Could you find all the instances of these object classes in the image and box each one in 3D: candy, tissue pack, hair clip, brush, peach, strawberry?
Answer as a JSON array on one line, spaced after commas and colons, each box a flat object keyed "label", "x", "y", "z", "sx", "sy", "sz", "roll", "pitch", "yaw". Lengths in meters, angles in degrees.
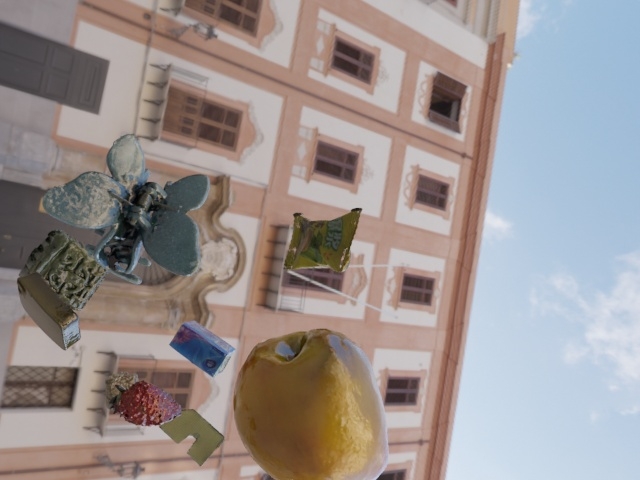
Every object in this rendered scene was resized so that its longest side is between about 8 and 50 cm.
[{"label": "candy", "x": 0.000, "y": 0.000, "z": 1.422, "sx": 0.297, "sy": 0.081, "sz": 0.187, "roll": 1, "pitch": -103, "yaw": 52}, {"label": "tissue pack", "x": -0.556, "y": 0.512, "z": 2.354, "sx": 0.146, "sy": 0.263, "sz": 0.198, "roll": -58, "pitch": 175, "yaw": -2}, {"label": "hair clip", "x": -0.498, "y": -0.071, "z": 1.353, "sx": 0.238, "sy": 0.391, "sz": 0.319, "roll": -40, "pitch": -151, "yaw": 53}, {"label": "candy", "x": -0.586, "y": 0.448, "z": 1.469, "sx": 0.085, "sy": 0.095, "sz": 0.110, "roll": -11, "pitch": -91, "yaw": 46}, {"label": "brush", "x": -0.695, "y": 0.180, "z": 1.271, "sx": 0.197, "sy": 0.059, "sz": 0.123, "roll": 39, "pitch": -47, "yaw": 16}, {"label": "peach", "x": -0.017, "y": 0.334, "z": 0.950, "sx": 0.289, "sy": 0.288, "sz": 0.308, "roll": -6, "pitch": -77, "yaw": 56}, {"label": "strawberry", "x": -0.484, "y": 0.464, "z": 1.363, "sx": 0.140, "sy": 0.192, "sz": 0.085, "roll": -24, "pitch": -149, "yaw": 4}]

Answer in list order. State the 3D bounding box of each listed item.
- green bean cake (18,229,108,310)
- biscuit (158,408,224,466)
[{"label": "green bean cake", "x": -0.950, "y": 0.110, "z": 1.854, "sx": 0.241, "sy": 0.255, "sz": 0.132, "roll": -51, "pitch": -140, "yaw": -4}, {"label": "biscuit", "x": -0.533, "y": 0.798, "z": 2.055, "sx": 0.147, "sy": 0.250, "sz": 0.046, "roll": -48, "pitch": 174, "yaw": -29}]
